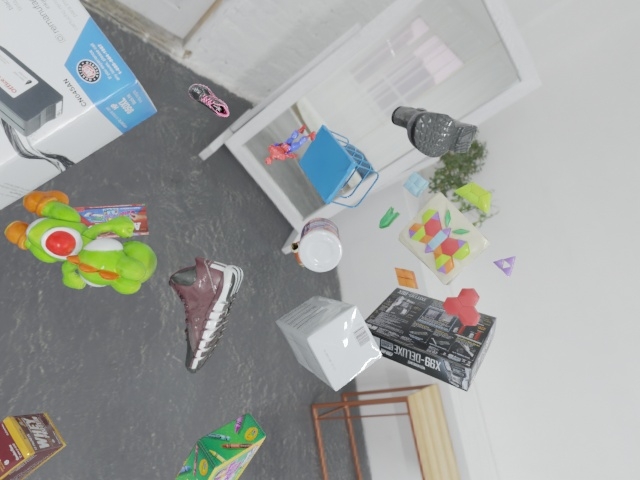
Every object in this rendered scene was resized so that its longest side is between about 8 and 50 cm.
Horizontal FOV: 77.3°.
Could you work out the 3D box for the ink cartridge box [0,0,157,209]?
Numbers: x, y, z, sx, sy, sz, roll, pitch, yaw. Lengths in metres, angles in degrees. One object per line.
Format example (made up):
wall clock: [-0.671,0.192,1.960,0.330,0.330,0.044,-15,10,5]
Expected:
ink cartridge box: [-0.585,-0.287,0.777,0.395,0.166,0.285,-37,94,-9]

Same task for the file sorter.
file sorter: [0.046,-0.177,0.980,0.104,0.118,0.170,10,36,-40]

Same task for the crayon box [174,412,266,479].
crayon box: [-0.272,0.585,1.018,0.081,0.278,0.165,42,24,27]

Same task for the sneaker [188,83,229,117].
sneaker: [-0.285,-0.360,1.040,0.119,0.047,0.057,27,18,-41]

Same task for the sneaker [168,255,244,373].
sneaker: [-0.305,0.166,0.967,0.162,0.281,0.106,23,5,6]

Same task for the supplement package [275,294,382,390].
supplement package: [0.009,0.230,0.960,0.134,0.244,0.139,-31,100,-20]

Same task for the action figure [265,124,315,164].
action figure: [-0.053,-0.154,0.661,0.038,0.030,0.115,39,49,7]

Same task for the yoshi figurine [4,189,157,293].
yoshi figurine: [-0.561,0.021,0.995,0.362,0.203,0.203,28,46,12]

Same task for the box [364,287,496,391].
box: [0.294,0.253,1.107,0.242,0.307,0.076,-32,128,-48]

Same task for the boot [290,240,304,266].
boot: [-0.083,0.029,1.541,0.084,0.059,0.158,55,5,-26]

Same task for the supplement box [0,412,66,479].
supplement box: [-0.908,0.624,1.167,0.191,0.194,0.129,-38,77,-16]

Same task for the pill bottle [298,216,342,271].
pill bottle: [0.000,0.000,1.047,0.108,0.108,0.193,55,10,-14]

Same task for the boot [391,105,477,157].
boot: [0.290,-0.334,1.176,0.223,0.118,0.338,36,26,33]

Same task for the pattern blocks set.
pattern blocks set: [0.271,-0.001,0.900,0.325,0.285,0.026,38,17,36]

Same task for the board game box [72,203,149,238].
board game box: [-0.885,-0.080,1.691,0.281,0.027,0.145,-7,68,-26]
